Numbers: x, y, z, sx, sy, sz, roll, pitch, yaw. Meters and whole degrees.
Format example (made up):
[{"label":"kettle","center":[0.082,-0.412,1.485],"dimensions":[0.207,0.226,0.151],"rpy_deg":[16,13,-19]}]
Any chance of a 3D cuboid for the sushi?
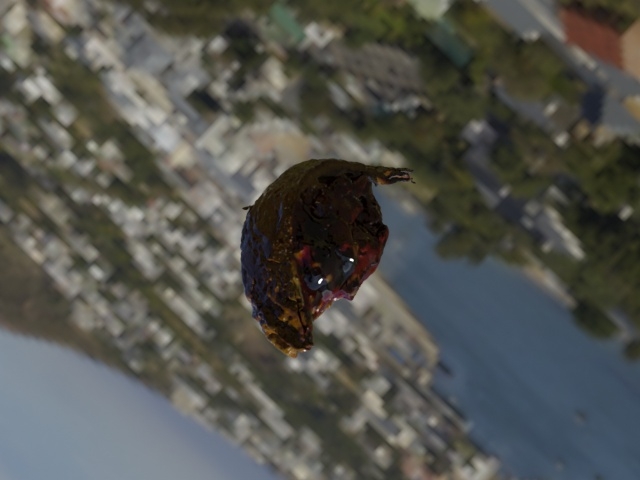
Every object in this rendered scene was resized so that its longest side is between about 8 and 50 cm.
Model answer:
[{"label":"sushi","center":[0.000,0.000,0.707],"dimensions":[0.047,0.099,0.050],"rpy_deg":[-2,141,40]}]
